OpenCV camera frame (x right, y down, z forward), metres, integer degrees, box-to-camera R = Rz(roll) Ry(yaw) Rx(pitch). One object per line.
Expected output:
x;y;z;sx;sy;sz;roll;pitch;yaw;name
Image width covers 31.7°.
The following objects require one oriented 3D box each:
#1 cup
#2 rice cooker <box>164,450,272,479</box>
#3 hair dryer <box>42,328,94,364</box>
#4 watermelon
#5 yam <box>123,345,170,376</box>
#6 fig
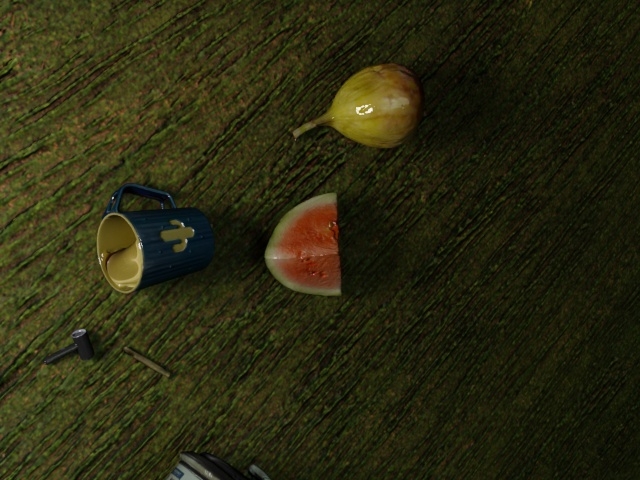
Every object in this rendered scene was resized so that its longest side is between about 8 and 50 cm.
-0.271;-0.011;1.844;0.155;0.131;0.177;-10;79;-42;cup
-0.191;0.504;1.904;0.316;0.264;0.317;-36;143;-33;rice cooker
-0.408;0.181;1.821;0.083;0.026;0.047;-27;114;-28;hair dryer
-0.014;0.001;2.065;0.193;0.137;0.145;27;46;-38;watermelon
-0.296;0.207;1.922;0.107;0.014;0.014;38;75;-37;yam
0.067;-0.229;2.069;0.257;0.159;0.159;-20;112;-14;fig
